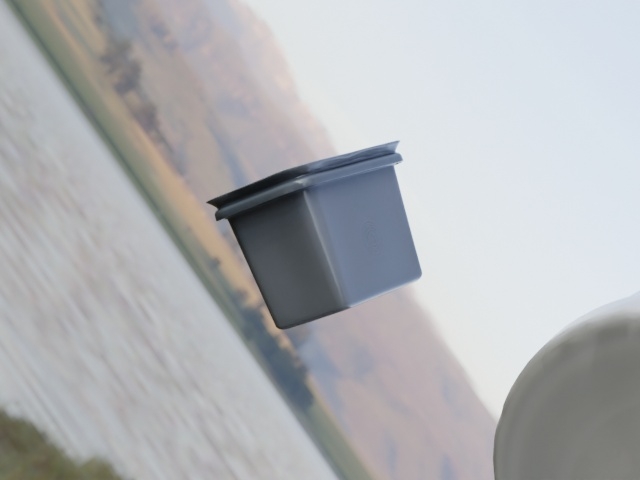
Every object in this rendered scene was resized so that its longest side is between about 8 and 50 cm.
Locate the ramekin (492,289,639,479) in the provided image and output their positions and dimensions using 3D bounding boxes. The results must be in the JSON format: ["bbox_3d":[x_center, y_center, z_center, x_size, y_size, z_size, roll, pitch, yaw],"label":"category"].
[{"bbox_3d":[0.230,0.125,0.786,0.273,0.127,0.273,22,-51,30],"label":"ramekin"}]

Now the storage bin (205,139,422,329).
[{"bbox_3d":[0.000,0.000,0.999,0.135,0.098,0.091,-16,87,-58],"label":"storage bin"}]
